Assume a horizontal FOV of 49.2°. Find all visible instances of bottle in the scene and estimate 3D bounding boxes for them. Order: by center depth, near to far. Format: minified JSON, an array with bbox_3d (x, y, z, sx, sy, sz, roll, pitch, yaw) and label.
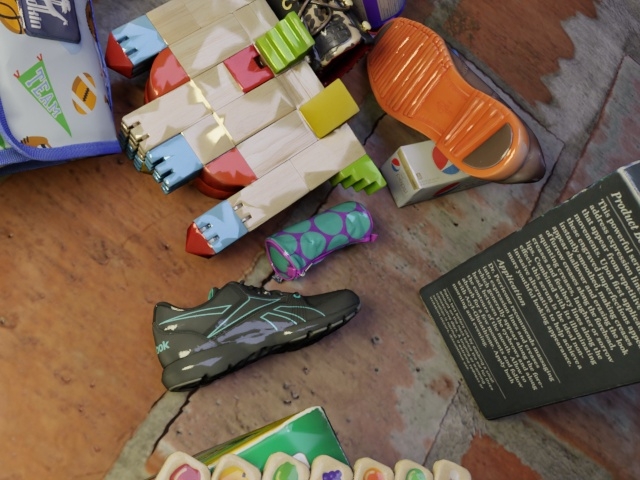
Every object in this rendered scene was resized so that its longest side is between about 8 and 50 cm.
[{"bbox_3d":[0.064,-0.421,1.029,0.092,0.283,0.118,-28,76,6],"label":"bottle"}]

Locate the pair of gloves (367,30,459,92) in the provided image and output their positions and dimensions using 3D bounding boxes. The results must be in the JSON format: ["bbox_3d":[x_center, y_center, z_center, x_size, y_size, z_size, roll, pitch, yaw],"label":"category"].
[{"bbox_3d":[0.159,-0.284,1.158,0.198,0.023,0.159,-13,74,-28],"label":"pair of gloves"}]

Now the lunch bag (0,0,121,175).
[{"bbox_3d":[-0.409,-0.212,0.696,0.386,0.239,0.327,-16,100,-38],"label":"lunch bag"}]

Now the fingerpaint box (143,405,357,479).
[{"bbox_3d":[-0.213,0.316,0.508,0.445,0.371,0.163,-22,80,-32],"label":"fingerpaint box"}]

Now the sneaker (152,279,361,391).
[{"bbox_3d":[-0.071,0.090,0.837,0.268,0.101,0.106,-15,73,-30],"label":"sneaker"}]

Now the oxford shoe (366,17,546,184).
[{"bbox_3d":[0.190,-0.200,1.030,0.133,0.130,0.363,15,34,-45],"label":"oxford shoe"}]

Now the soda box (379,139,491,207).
[{"bbox_3d":[0.203,-0.117,1.076,0.216,0.069,0.073,-16,75,-29],"label":"soda box"}]

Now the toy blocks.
[{"bbox_3d":[-0.134,-0.154,0.889,0.261,0.191,0.381,-35,93,-20],"label":"toy blocks"}]

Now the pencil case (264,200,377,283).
[{"bbox_3d":[0.000,0.000,0.931,0.152,0.064,0.070,-28,65,-31],"label":"pencil case"}]

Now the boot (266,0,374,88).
[{"bbox_3d":[-0.038,-0.366,0.915,0.138,0.377,0.284,-32,89,-14],"label":"boot"}]

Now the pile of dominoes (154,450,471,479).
[{"bbox_3d":[0.003,0.224,0.409,0.251,0.040,0.195,10,65,-22],"label":"pile of dominoes"}]

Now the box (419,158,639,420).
[{"bbox_3d":[0.373,0.047,0.888,0.294,0.395,0.211,-20,78,-31],"label":"box"}]
